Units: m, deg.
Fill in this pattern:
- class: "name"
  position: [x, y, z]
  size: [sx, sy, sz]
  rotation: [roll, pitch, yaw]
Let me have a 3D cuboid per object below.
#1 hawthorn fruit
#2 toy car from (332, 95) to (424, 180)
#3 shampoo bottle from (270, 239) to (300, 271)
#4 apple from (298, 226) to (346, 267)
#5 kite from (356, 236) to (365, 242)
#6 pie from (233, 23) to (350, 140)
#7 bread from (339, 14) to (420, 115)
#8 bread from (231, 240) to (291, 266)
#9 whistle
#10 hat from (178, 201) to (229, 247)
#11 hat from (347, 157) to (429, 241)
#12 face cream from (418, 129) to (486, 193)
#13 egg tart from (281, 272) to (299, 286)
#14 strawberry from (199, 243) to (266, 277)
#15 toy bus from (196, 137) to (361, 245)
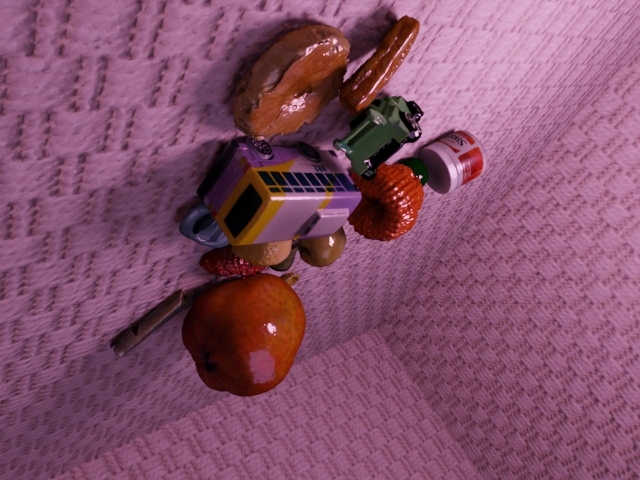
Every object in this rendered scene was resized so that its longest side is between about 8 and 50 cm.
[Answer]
- class: "hawthorn fruit"
  position: [-0.265, 0.341, 2.108]
  size: [0.471, 0.472, 0.472]
  rotation: [-30, 158, -13]
- class: "toy car"
  position: [0.166, -0.320, 1.654]
  size: [0.213, 0.176, 0.359]
  rotation: [-39, -164, 29]
- class: "shampoo bottle"
  position: [-0.126, 0.004, 2.055]
  size: [0.101, 0.101, 0.284]
  rotation: [-24, 156, -27]
- class: "apple"
  position: [0.000, 0.000, 2.128]
  size: [0.200, 0.200, 0.200]
  rotation: [-30, 158, -13]
- class: "kite"
  position: [0.272, -0.100, 2.567]
  size: [0.310, 0.015, 0.169]
  rotation: [-47, 156, 21]
- class: "pie"
  position: [-0.061, -0.372, 1.373]
  size: [0.339, 0.083, 0.339]
  rotation: [-34, 162, -13]
- class: "bread"
  position: [0.149, -0.447, 1.456]
  size: [0.271, 0.077, 0.139]
  rotation: [-51, 176, 2]
- class: "bread"
  position: [-0.185, -0.014, 1.837]
  size: [0.197, 0.197, 0.171]
  rotation: [-20, 142, -35]
- class: "whistle"
  position: [-0.591, 0.288, 2.001]
  size: [0.326, 0.057, 0.068]
  rotation: [-37, 116, 0]
- class: "hat"
  position: [-0.333, -0.054, 1.661]
  size: [0.138, 0.078, 0.191]
  rotation: [-45, 140, 1]
- class: "hat"
  position: [0.277, -0.155, 2.104]
  size: [0.400, 0.285, 0.285]
  rotation: [-20, 154, -48]
- class: "face cream"
  position: [0.515, -0.307, 2.233]
  size: [0.187, 0.201, 0.201]
  rotation: [-28, 158, -18]
- class: "egg tart"
  position: [-0.139, 0.170, 2.472]
  size: [0.105, 0.039, 0.105]
  rotation: [-31, 159, -13]
- class: "strawberry"
  position: [-0.272, 0.076, 1.978]
  size: [0.286, 0.106, 0.188]
  rotation: [-16, 150, -40]
- class: "toy bus"
  position: [-0.091, -0.130, 1.617]
  size: [0.439, 0.249, 0.209]
  rotation: [-6, 145, -52]
